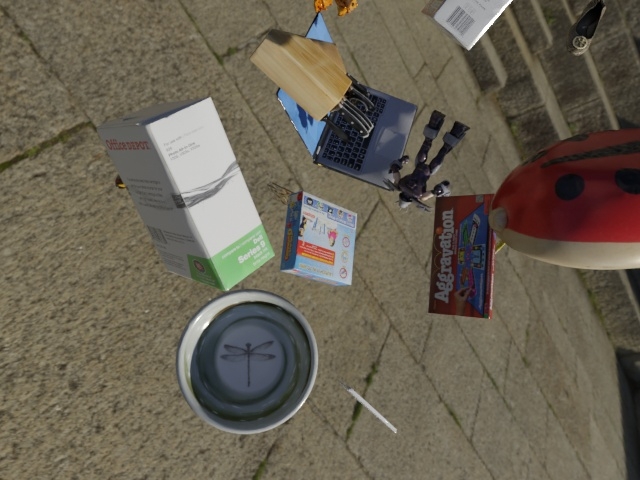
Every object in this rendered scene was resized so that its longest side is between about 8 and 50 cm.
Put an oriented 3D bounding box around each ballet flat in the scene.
[{"bbox_3d":[0.896,-0.723,1.688,0.084,0.058,0.250,34,74,0],"label":"ballet flat"}]

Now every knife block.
[{"bbox_3d":[-0.003,-0.338,1.157,0.276,0.088,0.242,-5,71,-40],"label":"knife block"}]

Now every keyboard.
[{"bbox_3d":[0.147,0.520,1.575,0.256,0.072,0.014,47,71,-24],"label":"keyboard"}]

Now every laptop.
[{"bbox_3d":[0.106,-0.423,1.545,0.408,0.236,0.382,21,61,0],"label":"laptop"}]

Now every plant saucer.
[{"bbox_3d":[-0.209,0.344,1.464,0.100,0.400,0.400,111,-34,-78],"label":"plant saucer"}]

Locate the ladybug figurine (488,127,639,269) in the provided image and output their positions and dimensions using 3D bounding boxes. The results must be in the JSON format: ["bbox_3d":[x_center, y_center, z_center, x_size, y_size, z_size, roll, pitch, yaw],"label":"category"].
[{"bbox_3d":[0.517,-0.090,0.900,0.305,0.449,0.162,-115,-164,-51],"label":"ladybug figurine"}]

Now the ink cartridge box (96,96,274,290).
[{"bbox_3d":[-0.224,-0.080,0.848,0.121,0.211,0.289,-36,121,-32],"label":"ink cartridge box"}]

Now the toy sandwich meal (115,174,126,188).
[{"bbox_3d":[-0.563,-0.186,1.459,0.029,0.085,0.085,59,29,-57],"label":"toy sandwich meal"}]

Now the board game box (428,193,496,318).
[{"bbox_3d":[0.329,0.034,1.169,0.027,0.145,0.281,14,79,-51],"label":"board game box"}]

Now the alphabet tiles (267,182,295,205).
[{"bbox_3d":[-0.095,-0.163,2.396,0.011,0.342,0.285,-56,152,-13],"label":"alphabet tiles"}]

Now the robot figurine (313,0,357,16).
[{"bbox_3d":[0.002,-0.810,1.475,0.085,0.211,0.291,-50,140,-17],"label":"robot figurine"}]

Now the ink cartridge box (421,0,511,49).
[{"bbox_3d":[0.413,-0.664,1.317,0.130,0.272,0.309,37,24,-12],"label":"ink cartridge box"}]

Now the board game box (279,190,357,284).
[{"bbox_3d":[0.000,0.000,1.964,0.308,0.086,0.302,20,70,-40],"label":"board game box"}]

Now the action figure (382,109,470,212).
[{"bbox_3d":[0.287,-0.200,1.369,0.185,0.285,0.099,32,23,9],"label":"action figure"}]

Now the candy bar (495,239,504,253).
[{"bbox_3d":[0.499,0.009,1.394,0.018,0.161,0.040,45,-5,12],"label":"candy bar"}]
